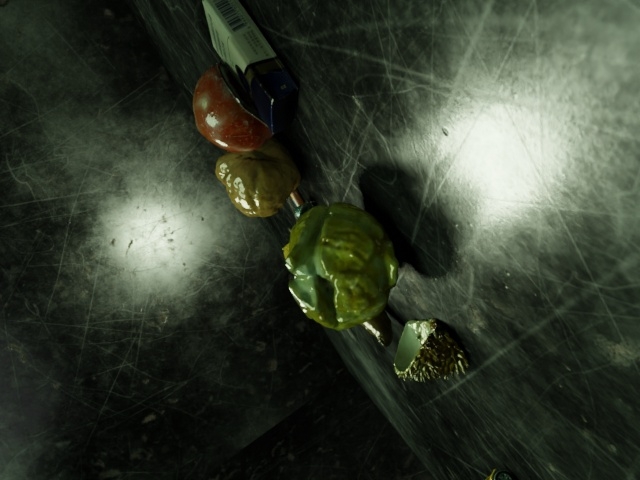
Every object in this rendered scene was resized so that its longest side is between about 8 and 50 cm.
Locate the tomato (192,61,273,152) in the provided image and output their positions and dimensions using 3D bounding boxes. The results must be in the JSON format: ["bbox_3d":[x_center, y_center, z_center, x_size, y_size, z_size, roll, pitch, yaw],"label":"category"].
[{"bbox_3d":[-0.219,-0.301,1.024,0.214,0.155,0.181,31,-154,-54],"label":"tomato"}]

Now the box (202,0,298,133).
[{"bbox_3d":[-0.145,-0.373,0.901,0.259,0.071,0.168,57,170,5],"label":"box"}]

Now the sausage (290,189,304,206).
[{"bbox_3d":[-0.073,-0.131,1.407,0.107,0.031,0.031,60,169,-11],"label":"sausage"}]

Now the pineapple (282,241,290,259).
[{"bbox_3d":[0.000,0.001,1.204,0.233,0.135,0.080,-24,77,53],"label":"pineapple"}]

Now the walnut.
[{"bbox_3d":[-0.179,-0.182,1.219,0.257,0.257,0.225,91,178,-72],"label":"walnut"}]

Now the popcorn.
[{"bbox_3d":[0.044,0.058,0.894,0.276,0.225,0.277,8,-90,-87],"label":"popcorn"}]

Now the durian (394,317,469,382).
[{"bbox_3d":[0.231,0.246,0.943,0.252,0.144,0.139,81,177,-77],"label":"durian"}]

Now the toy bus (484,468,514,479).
[{"bbox_3d":[0.506,0.709,0.969,0.335,0.123,0.121,45,164,49],"label":"toy bus"}]

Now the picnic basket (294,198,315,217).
[{"bbox_3d":[-0.036,-0.091,1.295,0.083,0.083,0.065,-8,124,29],"label":"picnic basket"}]

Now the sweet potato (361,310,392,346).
[{"bbox_3d":[0.091,0.181,1.292,0.422,0.130,0.130,39,160,42],"label":"sweet potato"}]
